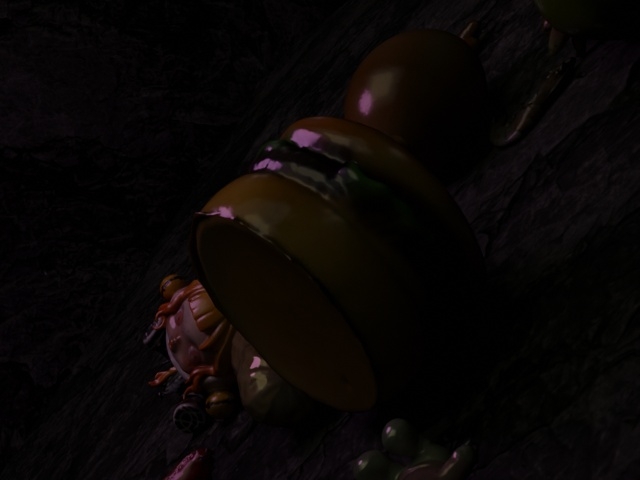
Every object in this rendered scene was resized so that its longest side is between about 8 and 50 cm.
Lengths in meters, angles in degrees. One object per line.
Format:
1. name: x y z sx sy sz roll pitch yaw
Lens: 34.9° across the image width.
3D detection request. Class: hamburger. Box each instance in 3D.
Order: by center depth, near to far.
1. hamburger: 0.041 0.024 1.390 0.277 0.395 0.396 -43 13 -24

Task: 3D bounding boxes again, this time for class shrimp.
1. shrimp: 0.357 -0.243 1.765 0.195 0.035 0.148 -51 14 -1

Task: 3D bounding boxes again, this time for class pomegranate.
1. pomegranate: 0.440 -0.417 1.607 0.260 0.261 0.340 -59 -12 -27

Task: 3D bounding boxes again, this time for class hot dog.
1. hot dog: 0.303 -0.419 2.226 0.140 0.060 0.089 -33 28 35

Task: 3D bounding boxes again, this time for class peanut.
1. peanut: -0.072 0.204 1.684 0.152 0.152 0.313 -49 15 4

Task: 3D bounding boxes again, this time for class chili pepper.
1. chili pepper: -0.298 0.503 1.689 0.387 0.110 0.110 -48 17 0

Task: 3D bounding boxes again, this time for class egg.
1. egg: 0.179 -0.256 1.860 0.250 0.250 0.322 -31 21 46

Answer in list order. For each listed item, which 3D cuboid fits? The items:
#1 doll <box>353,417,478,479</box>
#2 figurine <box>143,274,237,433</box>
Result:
1. doll: 0.121 0.300 1.075 0.154 0.113 0.275 -56 22 16
2. figurine: -0.205 0.189 1.973 0.323 0.196 0.320 -47 58 38
